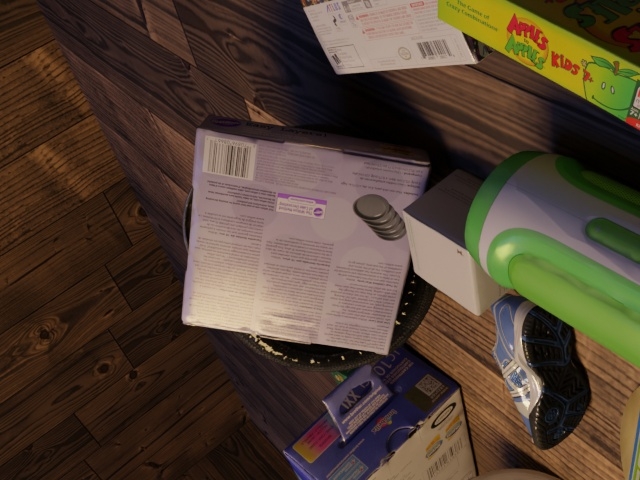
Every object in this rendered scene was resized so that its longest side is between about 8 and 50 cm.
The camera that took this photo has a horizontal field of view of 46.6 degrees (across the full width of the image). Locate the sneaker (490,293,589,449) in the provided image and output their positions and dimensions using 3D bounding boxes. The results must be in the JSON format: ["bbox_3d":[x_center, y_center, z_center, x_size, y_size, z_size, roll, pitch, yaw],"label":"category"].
[{"bbox_3d":[0.249,0.148,0.854,0.081,0.080,0.211,34,144,58],"label":"sneaker"}]

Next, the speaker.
[{"bbox_3d":[0.255,0.036,0.560,0.296,0.131,0.131,36,154,41],"label":"speaker"}]

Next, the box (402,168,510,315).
[{"bbox_3d":[0.156,0.001,0.782,0.102,0.087,0.101,36,154,41],"label":"box"}]

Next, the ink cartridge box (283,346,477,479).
[{"bbox_3d":[0.111,0.367,1.232,0.151,0.270,0.395,32,151,40],"label":"ink cartridge box"}]

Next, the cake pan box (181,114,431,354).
[{"bbox_3d":[-0.027,-0.003,0.850,0.070,0.267,0.246,-81,-1,-67],"label":"cake pan box"}]

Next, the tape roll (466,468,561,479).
[{"bbox_3d":[0.286,0.474,1.052,0.246,0.246,0.169,33,153,45],"label":"tape roll"}]

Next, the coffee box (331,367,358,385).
[{"bbox_3d":[0.094,0.310,1.521,0.113,0.040,0.184,60,160,-20],"label":"coffee box"}]

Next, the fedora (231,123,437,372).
[{"bbox_3d":[0.000,0.000,0.974,0.334,0.334,0.152,61,-168,-19],"label":"fedora"}]

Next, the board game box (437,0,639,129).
[{"bbox_3d":[0.174,-0.146,0.484,0.181,0.092,0.043,41,156,32],"label":"board game box"}]

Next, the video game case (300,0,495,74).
[{"bbox_3d":[0.042,-0.256,0.676,0.232,0.042,0.210,16,139,60],"label":"video game case"}]

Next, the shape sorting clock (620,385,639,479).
[{"bbox_3d":[0.351,0.235,0.706,0.206,0.040,0.206,175,90,-83],"label":"shape sorting clock"}]
